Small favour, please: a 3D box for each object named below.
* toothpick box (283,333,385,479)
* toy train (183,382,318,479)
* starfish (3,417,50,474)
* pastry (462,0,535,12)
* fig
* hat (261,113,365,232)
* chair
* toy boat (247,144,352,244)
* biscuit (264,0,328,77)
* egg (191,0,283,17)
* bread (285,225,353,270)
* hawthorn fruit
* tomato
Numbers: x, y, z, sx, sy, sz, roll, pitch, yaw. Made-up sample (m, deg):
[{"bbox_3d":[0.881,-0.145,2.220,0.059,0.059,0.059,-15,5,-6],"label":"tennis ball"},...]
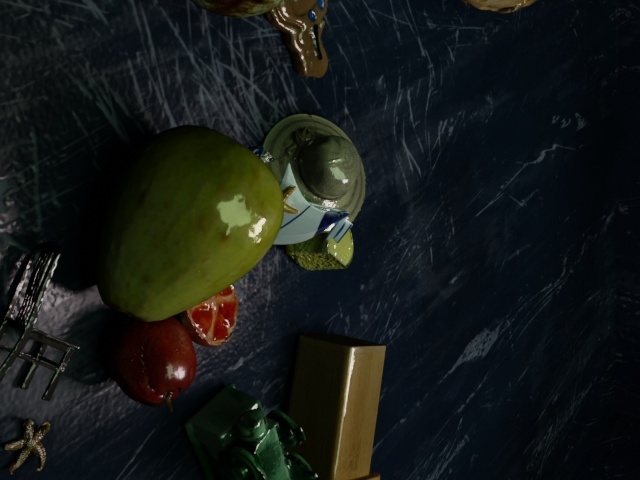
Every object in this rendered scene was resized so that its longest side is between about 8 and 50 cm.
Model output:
[{"bbox_3d":[0.026,0.366,1.679,0.190,0.187,0.308,7,90,-51],"label":"toothpick box"},{"bbox_3d":[-0.125,0.418,1.478,0.145,0.201,0.266,-39,127,-37],"label":"toy train"},{"bbox_3d":[-0.448,0.317,1.192,0.078,0.028,0.091,48,65,-39],"label":"starfish"},{"bbox_3d":[0.406,-0.730,1.782,0.409,0.245,0.410,-16,112,-45],"label":"pastry"},{"bbox_3d":[-0.219,-0.020,1.211,0.326,0.258,0.258,-49,136,-8],"label":"fig"},{"bbox_3d":[0.015,-0.142,1.489,0.252,0.110,0.252,10,71,-31],"label":"hat"},{"bbox_3d":[-0.407,0.116,1.145,0.101,0.084,0.213,39,69,-45],"label":"chair"},{"bbox_3d":[-0.075,-0.057,1.435,0.291,0.067,0.221,12,113,-27],"label":"toy boat"},{"bbox_3d":[-0.041,-0.459,1.470,0.183,0.047,0.320,-32,125,-39],"label":"biscuit"},{"bbox_3d":[-0.146,-0.475,1.177,0.289,0.238,0.238,31,75,-43],"label":"egg"},{"bbox_3d":[0.000,0.000,1.593,0.129,0.114,0.111,34,67,-53],"label":"bread"},{"bbox_3d":[-0.269,0.205,1.272,0.148,0.172,0.148,-26,147,-18],"label":"hawthorn fruit"},{"bbox_3d":[-0.215,0.118,1.379,0.155,0.069,0.156,37,46,-50],"label":"tomato"}]
